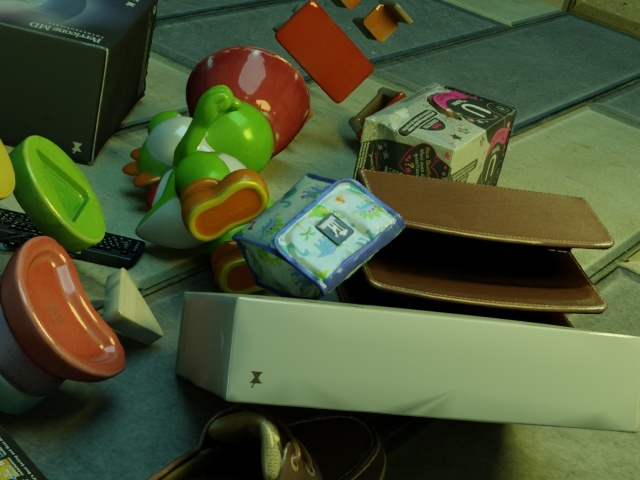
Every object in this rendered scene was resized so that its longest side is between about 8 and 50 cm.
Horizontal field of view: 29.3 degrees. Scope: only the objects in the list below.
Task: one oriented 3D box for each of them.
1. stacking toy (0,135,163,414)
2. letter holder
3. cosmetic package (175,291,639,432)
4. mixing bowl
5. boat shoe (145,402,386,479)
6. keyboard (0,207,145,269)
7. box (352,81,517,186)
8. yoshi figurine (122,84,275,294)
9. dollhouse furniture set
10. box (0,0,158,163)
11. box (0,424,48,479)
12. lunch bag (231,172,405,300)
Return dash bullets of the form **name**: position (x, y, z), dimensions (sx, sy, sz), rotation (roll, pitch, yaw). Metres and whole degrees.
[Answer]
- **stacking toy**: position (-0.308, 0.025, 1.202), dimensions (0.308, 0.130, 0.279), rotation (61, 12, 10)
- **letter holder**: position (0.189, 0.045, 1.441), dimensions (0.302, 0.152, 0.214), rotation (6, 28, -15)
- **cosmetic package**: position (0.070, 0.112, 1.168), dimensions (0.377, 0.097, 0.284), rotation (7, -1, -15)
- **mixing bowl**: position (-0.108, -0.172, 1.731), dimensions (0.182, 0.181, 0.098), rotation (12, 41, -4)
- **boat shoe**: position (-0.053, 0.201, 1.029), dimensions (0.123, 0.123, 0.342), rotation (32, 31, 33)
- **keyboard**: position (-0.304, -0.010, 1.436), dimensions (0.192, 0.038, 0.100), rotation (12, 26, -2)
- **box**: position (0.160, -0.109, 1.720), dimensions (0.142, 0.163, 0.247), rotation (22, 27, 20)
- **yoshi figurine**: position (-0.114, -0.088, 1.539), dimensions (0.203, 0.203, 0.362), rotation (19, 18, -28)
- **dollhouse furniture set**: position (0.041, -0.249, 1.862), dimensions (0.259, 0.262, 0.135), rotation (44, 2, -25)
- **box**: position (-0.415, -0.271, 1.749), dimensions (0.296, 0.182, 0.294), rotation (13, 27, 0)
- **box**: position (-0.368, 0.182, 0.985), dimensions (0.216, 0.060, 0.270), rotation (-10, 34, -41)
- **lunch bag**: position (0.000, 0.000, 1.329), dimensions (0.129, 0.096, 0.151), rotation (-41, 36, -23)
